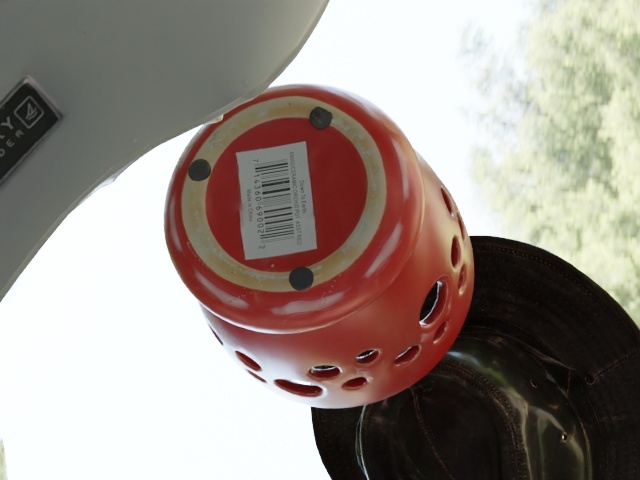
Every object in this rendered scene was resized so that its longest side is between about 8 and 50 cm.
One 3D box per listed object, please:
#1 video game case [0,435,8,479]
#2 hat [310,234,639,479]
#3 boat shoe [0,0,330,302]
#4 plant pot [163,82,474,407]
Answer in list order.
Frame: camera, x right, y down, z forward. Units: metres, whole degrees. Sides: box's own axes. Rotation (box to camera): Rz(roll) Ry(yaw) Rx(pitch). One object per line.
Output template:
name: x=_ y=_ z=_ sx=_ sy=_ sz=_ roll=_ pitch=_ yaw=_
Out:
video game case: x=-0.260 y=0.276 z=1.211 sx=0.026 sy=0.227 sz=0.206 roll=-5 pitch=-84 yaw=-4
hat: x=0.127 y=0.168 z=1.217 sx=0.331 sy=0.134 sz=0.331 roll=4 pitch=-78 yaw=18
boat shoe: x=-0.143 y=-0.064 z=0.710 sx=0.156 sy=0.367 sz=0.136 roll=11 pitch=-34 yaw=54
plant pot: x=0.000 y=0.000 z=1.038 sx=0.191 sy=0.191 sz=0.174 roll=0 pitch=-21 yaw=11
